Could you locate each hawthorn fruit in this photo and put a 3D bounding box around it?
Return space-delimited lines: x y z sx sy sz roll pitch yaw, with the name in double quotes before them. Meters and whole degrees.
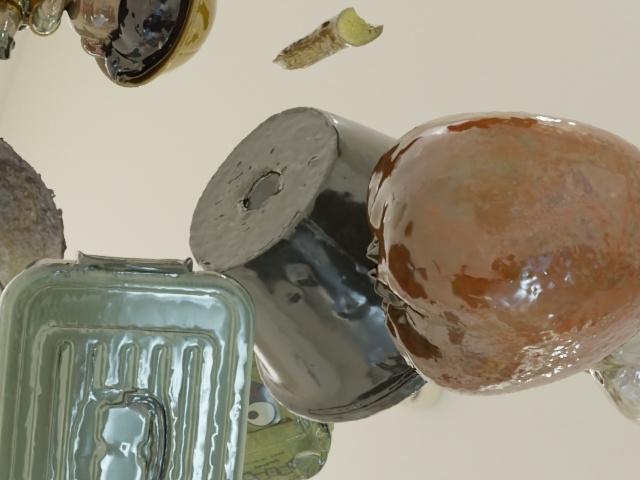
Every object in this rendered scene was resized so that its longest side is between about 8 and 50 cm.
"hawthorn fruit" 0.155 0.005 0.807 0.251 0.199 0.200 -5 -80 6

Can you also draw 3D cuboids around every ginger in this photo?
"ginger" 0.008 -0.229 1.372 0.137 0.044 0.058 -17 -124 38

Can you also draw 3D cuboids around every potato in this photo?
"potato" -0.391 -0.021 1.488 0.261 0.120 0.100 63 -30 1

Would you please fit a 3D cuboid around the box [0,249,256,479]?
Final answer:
"box" -0.142 0.121 0.804 0.135 0.163 0.244 -156 -110 -70

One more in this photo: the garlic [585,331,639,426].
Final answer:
"garlic" 0.254 0.054 1.081 0.142 0.178 0.229 -40 -106 5

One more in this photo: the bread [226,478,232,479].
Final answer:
"bread" -0.026 0.247 0.438 0.344 0.148 0.195 41 -69 46

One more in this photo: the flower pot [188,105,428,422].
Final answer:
"flower pot" 0.000 0.000 1.000 0.269 0.166 0.269 -29 -138 30

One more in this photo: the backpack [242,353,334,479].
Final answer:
"backpack" -0.090 0.241 1.740 0.207 0.140 0.253 -21 -63 14

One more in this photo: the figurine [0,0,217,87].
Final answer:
"figurine" -0.239 -0.266 1.301 0.256 0.167 0.192 6 -82 -16
